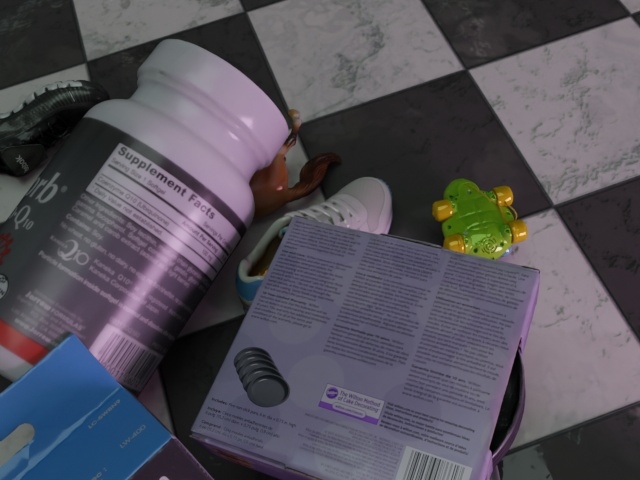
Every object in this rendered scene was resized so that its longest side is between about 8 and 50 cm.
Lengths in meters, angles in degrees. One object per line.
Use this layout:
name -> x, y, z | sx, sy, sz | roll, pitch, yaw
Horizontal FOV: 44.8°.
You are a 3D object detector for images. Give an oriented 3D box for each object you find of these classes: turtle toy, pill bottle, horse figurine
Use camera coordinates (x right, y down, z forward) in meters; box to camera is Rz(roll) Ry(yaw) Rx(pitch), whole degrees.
turtle toy -> 0.177, -0.023, 0.894 | 0.095, 0.066, 0.130 | -13, 56, -1
pill bottle -> -0.199, -0.013, 0.814 | 0.210, 0.210, 0.363 | 27, 77, 22
horse figurine -> -0.108, -0.080, 0.969 | 0.263, 0.066, 0.175 | -2, 55, 6

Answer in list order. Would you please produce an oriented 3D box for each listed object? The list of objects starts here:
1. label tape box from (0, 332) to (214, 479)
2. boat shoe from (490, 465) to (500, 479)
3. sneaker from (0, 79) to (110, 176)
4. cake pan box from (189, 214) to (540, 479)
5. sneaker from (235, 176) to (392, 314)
label tape box -> -0.181, 0.277, 0.626 | 0.240, 0.106, 0.334 | -42, 98, -19
boat shoe -> 0.130, 0.298, 0.682 | 0.118, 0.103, 0.320 | -14, 60, 1
sneaker -> -0.389, -0.137, 1.039 | 0.234, 0.078, 0.106 | -19, 60, 0
cake pan box -> 0.052, 0.113, 0.709 | 0.266, 0.070, 0.246 | 12, 62, 19
sneaker -> 0.000, 0.000, 0.888 | 0.087, 0.092, 0.228 | 36, 67, 27
